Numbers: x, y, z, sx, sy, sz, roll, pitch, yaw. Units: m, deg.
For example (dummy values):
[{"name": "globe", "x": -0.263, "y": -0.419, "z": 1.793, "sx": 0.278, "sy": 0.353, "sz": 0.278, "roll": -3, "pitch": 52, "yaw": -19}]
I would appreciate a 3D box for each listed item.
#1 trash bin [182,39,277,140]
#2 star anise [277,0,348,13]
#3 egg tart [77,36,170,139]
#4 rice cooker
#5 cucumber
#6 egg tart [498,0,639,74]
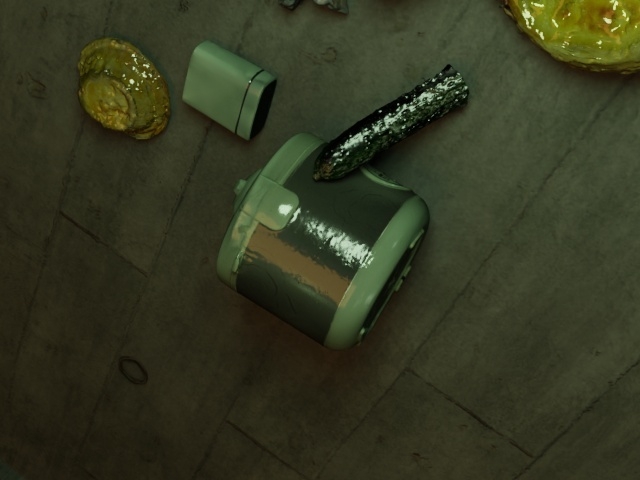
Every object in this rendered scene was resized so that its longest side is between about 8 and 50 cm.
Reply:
[{"name": "trash bin", "x": -0.144, "y": -0.236, "z": 1.602, "sx": 0.130, "sy": 0.059, "sz": 0.116, "roll": 31, "pitch": 132, "yaw": 11}, {"name": "star anise", "x": -0.036, "y": -0.398, "z": 1.394, "sx": 0.263, "sy": 0.081, "sz": 0.230, "roll": -11, "pitch": 126, "yaw": 36}, {"name": "egg tart", "x": -0.338, "y": -0.247, "z": 1.713, "sx": 0.191, "sy": 0.074, "sz": 0.191, "roll": 16, "pitch": 130, "yaw": 20}, {"name": "rice cooker", "x": -0.001, "y": -0.003, "z": 1.543, "sx": 0.277, "sy": 0.288, "sz": 0.288, "roll": 31, "pitch": 134, "yaw": 11}, {"name": "cucumber", "x": 0.091, "y": -0.159, "z": 1.425, "sx": 0.245, "sy": 0.067, "sz": 0.067, "roll": -30, "pitch": 107, "yaw": 3}, {"name": "egg tart", "x": 0.327, "y": -0.320, "z": 1.197, "sx": 0.279, "sy": 0.095, "sz": 0.278, "roll": 29, "pitch": 142, "yaw": 26}]
